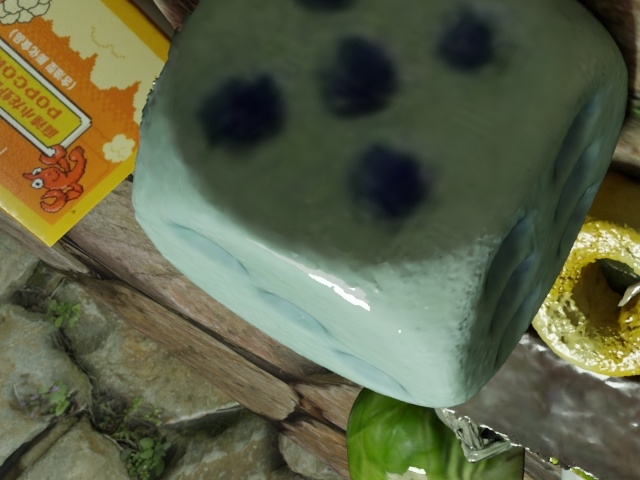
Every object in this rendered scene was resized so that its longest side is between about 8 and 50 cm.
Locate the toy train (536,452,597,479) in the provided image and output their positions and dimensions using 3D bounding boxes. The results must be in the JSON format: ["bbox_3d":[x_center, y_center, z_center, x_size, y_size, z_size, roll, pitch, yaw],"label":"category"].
[{"bbox_3d":[0.277,0.177,1.745,0.160,0.100,0.296,29,-175,-6],"label":"toy train"}]

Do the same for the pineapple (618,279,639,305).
[{"bbox_3d":[0.333,0.035,1.067,0.262,0.262,0.272,13,146,53],"label":"pineapple"}]

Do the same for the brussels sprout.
[{"bbox_3d":[0.152,0.269,2.265,0.244,0.244,0.244,30,167,8],"label":"brussels sprout"}]

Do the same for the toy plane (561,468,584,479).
[{"bbox_3d":[0.371,0.301,2.083,0.267,0.122,0.267,45,-179,-1],"label":"toy plane"}]

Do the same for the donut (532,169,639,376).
[{"bbox_3d":[0.233,0.036,1.384,0.162,0.065,0.178,16,128,22],"label":"donut"}]

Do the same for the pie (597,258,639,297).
[{"bbox_3d":[0.294,0.071,1.551,0.323,0.070,0.323,28,165,8],"label":"pie"}]

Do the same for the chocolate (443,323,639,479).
[{"bbox_3d":[0.191,0.118,1.534,0.321,0.112,0.112,22,-164,22],"label":"chocolate"}]

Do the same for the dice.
[{"bbox_3d":[0.045,-0.057,1.213,0.262,0.265,0.268,28,165,16],"label":"dice"}]

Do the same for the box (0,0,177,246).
[{"bbox_3d":[-0.278,-0.191,1.405,0.283,0.214,0.259,43,-172,-41],"label":"box"}]

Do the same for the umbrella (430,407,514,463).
[{"bbox_3d":[0.106,0.103,1.941,0.358,0.106,0.113,45,171,42],"label":"umbrella"}]
